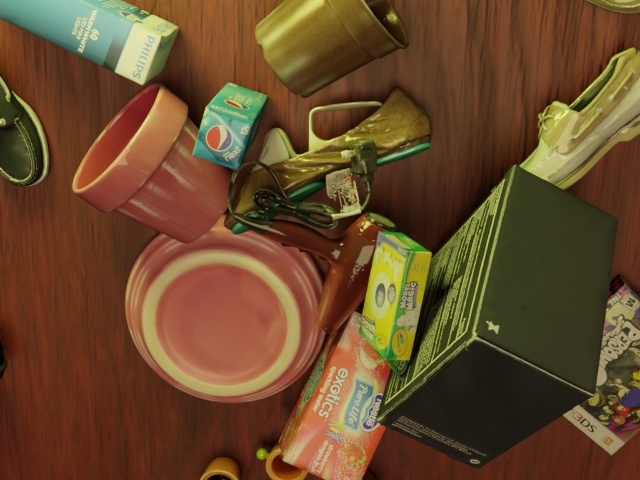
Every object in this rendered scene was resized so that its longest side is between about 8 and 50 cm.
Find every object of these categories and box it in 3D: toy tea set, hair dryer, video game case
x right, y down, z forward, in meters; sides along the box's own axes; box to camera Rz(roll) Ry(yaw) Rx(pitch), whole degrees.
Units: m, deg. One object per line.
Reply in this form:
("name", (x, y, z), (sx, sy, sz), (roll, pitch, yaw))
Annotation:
("toy tea set", (-0.042, 0.428, 1.551), (0.335, 0.124, 0.200), (-18, 107, 9))
("hair dryer", (0.000, 0.000, 1.340), (0.223, 0.080, 0.294), (-14, 111, 1))
("video game case", (0.475, 0.205, 1.487), (0.210, 0.042, 0.232), (39, 107, -11))

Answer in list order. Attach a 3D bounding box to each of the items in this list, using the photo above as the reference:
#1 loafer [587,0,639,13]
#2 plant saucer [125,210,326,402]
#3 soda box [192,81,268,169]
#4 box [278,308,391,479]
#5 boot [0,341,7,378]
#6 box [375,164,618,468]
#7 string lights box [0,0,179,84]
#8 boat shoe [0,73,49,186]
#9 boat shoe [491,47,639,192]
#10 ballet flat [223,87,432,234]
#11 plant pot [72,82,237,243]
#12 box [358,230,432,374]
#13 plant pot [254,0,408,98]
("loafer", (0.355, -0.399, 1.256), (0.268, 0.092, 0.102), (32, 108, -8))
("plant saucer", (-0.153, 0.120, 1.472), (0.332, 0.084, 0.332), (1, 109, 3))
("soda box", (-0.124, -0.165, 1.302), (0.067, 0.210, 0.071), (19, 109, -3))
("box", (0.046, 0.241, 1.445), (0.128, 0.122, 0.257), (26, 89, -6))
("boot", (-0.622, 0.057, 1.451), (0.347, 0.131, 0.260), (28, 108, -6))
("box", (0.245, 0.113, 1.276), (0.182, 0.296, 0.294), (26, 144, -6))
("string lights box", (-0.342, -0.318, 1.303), (0.259, 0.133, 0.077), (25, 108, -5))
("boat shoe", (-0.510, -0.208, 1.373), (0.114, 0.091, 0.303), (-25, 106, 12))
("boat shoe", (0.361, -0.155, 1.338), (0.302, 0.113, 0.103), (-38, 102, 4))
("ballet flat", (-0.005, -0.129, 1.372), (0.342, 0.116, 0.124), (-24, 86, 11))
("plant pot", (-0.229, -0.098, 1.351), (0.201, 0.201, 0.180), (-43, 116, 16))
("box", (0.099, 0.086, 1.280), (0.043, 0.105, 0.179), (3, 104, -20))
("plant pot", (0.010, -0.293, 1.286), (0.165, 0.167, 0.167), (-32, 105, 22))
